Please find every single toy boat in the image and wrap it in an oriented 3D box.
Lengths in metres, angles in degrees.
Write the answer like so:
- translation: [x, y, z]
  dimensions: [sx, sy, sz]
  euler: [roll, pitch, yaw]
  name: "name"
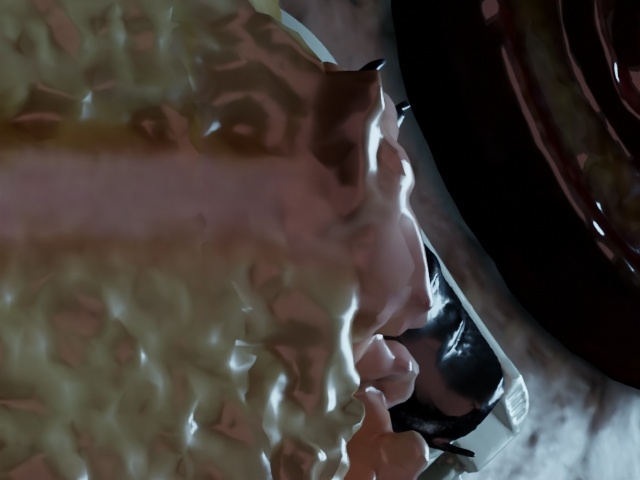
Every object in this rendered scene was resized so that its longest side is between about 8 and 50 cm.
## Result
- translation: [-0.001, 0.005, 0.861]
  dimensions: [0.141, 0.141, 0.269]
  euler: [-40, 114, -36]
  name: "toy boat"

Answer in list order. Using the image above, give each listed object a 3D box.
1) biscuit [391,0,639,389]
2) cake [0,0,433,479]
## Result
- translation: [0.220, -0.111, 1.076]
  dimensions: [0.407, 0.091, 0.407]
  euler: [11, 70, -33]
  name: "biscuit"
- translation: [-0.139, 0.071, 0.632]
  dimensions: [0.293, 0.314, 0.306]
  euler: [6, 71, -36]
  name: "cake"
